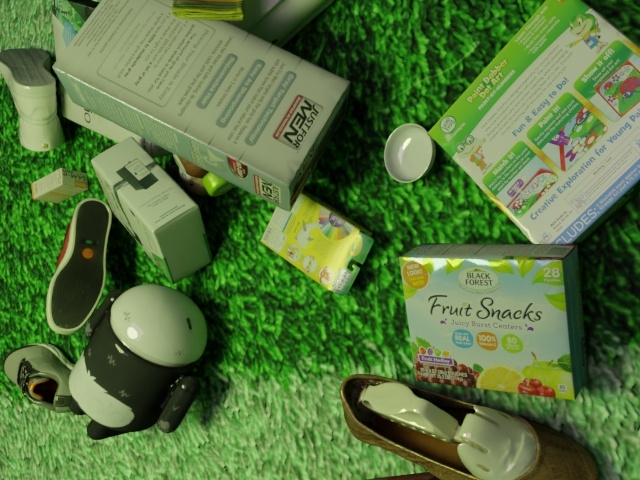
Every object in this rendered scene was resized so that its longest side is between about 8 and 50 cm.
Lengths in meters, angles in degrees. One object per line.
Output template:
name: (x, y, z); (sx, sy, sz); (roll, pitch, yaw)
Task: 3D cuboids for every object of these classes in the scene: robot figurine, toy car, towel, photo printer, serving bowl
robot figurine: (-0.302, 0.202, 1.231); (0.209, 0.173, 0.278); (31, 108, -11)
toy car: (-0.202, -0.119, 1.218); (0.188, 0.149, 0.155); (-40, 77, 40)
towel: (-0.162, -0.421, 1.086); (0.102, 0.021, 0.237); (0, 65, -7)
photo printer: (-0.140, -0.408, 1.212); (0.308, 0.107, 0.256); (-34, 67, 27)
serving bowl: (0.130, -0.122, 1.041); (0.083, 0.027, 0.083); (-1, 88, 43)

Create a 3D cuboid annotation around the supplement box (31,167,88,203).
supplement box: (-0.518, -0.108, 1.474); (0.098, 0.062, 0.036); (-18, 74, 32)

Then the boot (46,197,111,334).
boot: (-0.446, 0.057, 1.361); (0.176, 0.089, 0.244); (-24, 53, 62)

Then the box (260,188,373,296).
box: (0.000, 0.000, 1.116); (0.179, 0.043, 0.105); (35, 105, 35)

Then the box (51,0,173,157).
box: (-0.376, -0.300, 1.332); (0.322, 0.059, 0.232); (24, 123, 38)

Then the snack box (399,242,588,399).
snack box: (0.211, 0.093, 0.911); (0.207, 0.070, 0.174); (1, 107, 34)

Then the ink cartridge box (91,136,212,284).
ink cartridge box: (-0.282, -0.052, 1.244); (0.087, 0.153, 0.208); (-34, 57, -20)

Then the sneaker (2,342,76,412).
sneaker: (-0.534, 0.262, 1.423); (0.272, 0.108, 0.100); (11, 93, 36)

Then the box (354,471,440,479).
box: (0.030, 0.408, 0.992); (0.300, 0.142, 0.154); (-19, 74, 32)

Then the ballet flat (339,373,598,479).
ballet flat: (0.161, 0.235, 0.921); (0.343, 0.124, 0.116); (14, 64, 37)

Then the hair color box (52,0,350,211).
hair color box: (-0.165, -0.215, 1.076); (0.375, 0.113, 0.185); (27, 73, 6)

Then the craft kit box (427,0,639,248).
craft kit box: (0.297, -0.142, 0.916); (0.250, 0.061, 0.246); (-48, 64, 21)

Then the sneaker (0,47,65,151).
sneaker: (-0.591, -0.283, 1.513); (0.292, 0.108, 0.169); (-127, 36, -52)
